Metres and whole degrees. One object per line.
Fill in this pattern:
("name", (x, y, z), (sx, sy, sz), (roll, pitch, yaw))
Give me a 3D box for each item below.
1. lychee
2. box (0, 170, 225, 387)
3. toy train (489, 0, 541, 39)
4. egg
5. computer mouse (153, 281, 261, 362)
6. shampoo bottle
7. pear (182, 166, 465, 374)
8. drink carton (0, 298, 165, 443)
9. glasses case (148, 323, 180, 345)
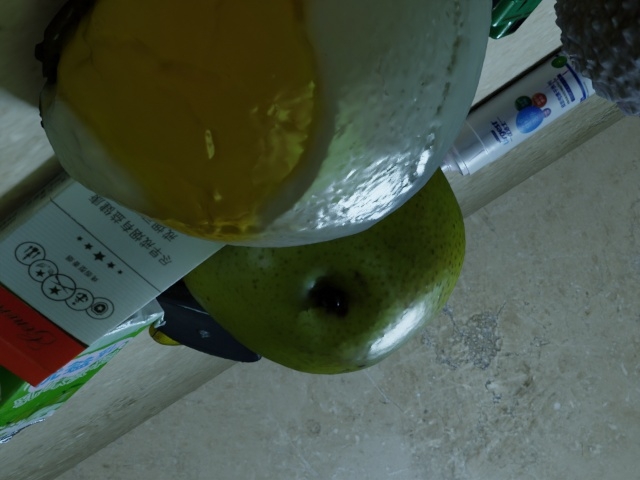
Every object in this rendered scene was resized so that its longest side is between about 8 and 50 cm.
("lychee", (0.376, -0.235, 0.909), (0.300, 0.300, 0.300), (-33, 171, -6))
("box", (-0.205, 0.017, 0.783), (0.245, 0.139, 0.035), (-37, -146, 14))
("toy train", (0.153, -0.226, 0.747), (0.136, 0.091, 0.228), (-52, 171, 33))
("egg", (-0.004, -0.104, 0.603), (0.337, 0.201, 0.337), (-33, 175, -3))
("computer mouse", (-0.156, 0.101, 1.341), (0.295, 0.168, 0.087), (95, 12, -70))
("shampoo bottle", (0.304, -0.198, 1.524), (0.303, 0.092, 0.092), (-33, 171, 4))
("pear", (0.000, 0.000, 0.919), (0.294, 0.294, 0.294), (-33, 171, -6))
("drink carton", (-0.311, 0.121, 0.997), (0.271, 0.108, 0.161), (-39, 169, 35))
("glasses case", (-0.218, 0.140, 1.575), (0.079, 0.064, 0.234), (-42, 169, 12))
